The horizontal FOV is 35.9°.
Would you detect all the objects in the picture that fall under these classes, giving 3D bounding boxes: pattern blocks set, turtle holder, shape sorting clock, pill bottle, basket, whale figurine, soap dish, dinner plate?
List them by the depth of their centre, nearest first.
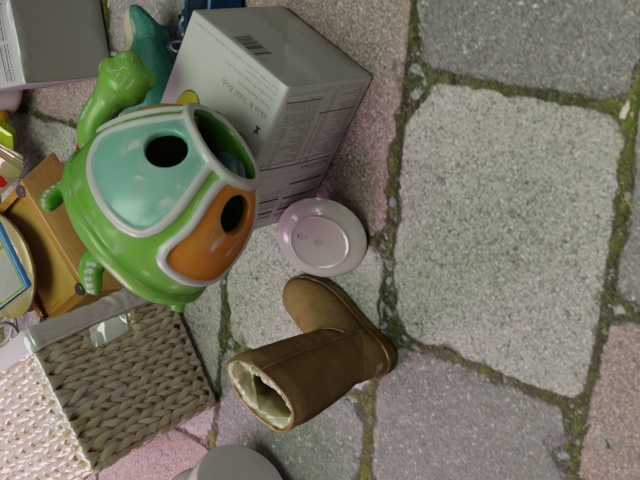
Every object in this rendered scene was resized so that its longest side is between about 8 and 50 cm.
[{"bbox_3d":[-0.207,-0.080,1.318,0.227,0.243,0.320,-40,38,23],"label":"turtle holder"},{"bbox_3d":[0.000,0.000,1.495,0.141,0.017,0.141,7,122,12],"label":"dinner plate"},{"bbox_3d":[-0.266,-0.246,1.594,0.141,0.216,0.272,-6,71,23],"label":"whale figurine"},{"bbox_3d":[-0.216,0.526,1.726,0.210,0.210,0.363,51,128,18],"label":"pill bottle"},{"bbox_3d":[-0.417,0.272,1.758,0.331,0.328,0.267,-34,83,39],"label":"basket"},{"bbox_3d":[-0.599,0.046,1.855,0.206,0.040,0.206,10,108,32],"label":"shape sorting clock"},{"bbox_3d":[-0.500,0.015,1.872,0.229,0.118,0.291,-34,86,42],"label":"soap dish"},{"bbox_3d":[-0.679,-0.164,1.930,0.285,0.026,0.325,-22,127,37],"label":"pattern blocks set"}]

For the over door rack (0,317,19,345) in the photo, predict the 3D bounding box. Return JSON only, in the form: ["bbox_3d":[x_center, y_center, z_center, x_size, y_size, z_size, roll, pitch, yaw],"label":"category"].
[{"bbox_3d":[-0.649,0.276,2.006,0.239,0.108,0.324,-135,41,-63],"label":"over door rack"}]

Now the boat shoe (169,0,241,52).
[{"bbox_3d":[-0.175,-0.342,1.560,0.089,0.109,0.258,13,93,44],"label":"boat shoe"}]

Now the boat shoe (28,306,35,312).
[{"bbox_3d":[-0.613,0.058,2.031,0.075,0.065,0.206,23,116,31],"label":"boat shoe"}]

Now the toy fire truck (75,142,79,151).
[{"bbox_3d":[-0.311,-0.129,1.687,0.192,0.135,0.047,30,119,31],"label":"toy fire truck"}]

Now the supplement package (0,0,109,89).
[{"bbox_3d":[-0.520,-0.348,1.766,0.203,0.194,0.149,-1,101,39],"label":"supplement package"}]

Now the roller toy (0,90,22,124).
[{"bbox_3d":[-0.670,-0.325,1.928,0.209,0.146,0.191,47,135,30],"label":"roller toy"}]

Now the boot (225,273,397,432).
[{"bbox_3d":[-0.038,0.150,1.442,0.236,0.269,0.089,35,119,27],"label":"boot"}]

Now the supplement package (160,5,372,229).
[{"bbox_3d":[-0.099,-0.178,1.457,0.199,0.198,0.263,42,124,23],"label":"supplement package"}]
